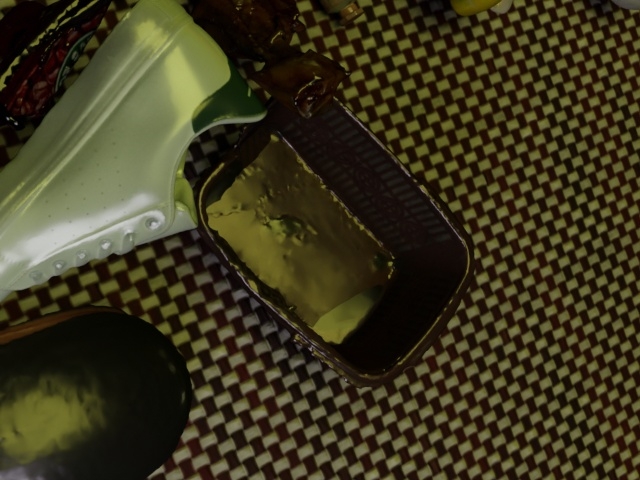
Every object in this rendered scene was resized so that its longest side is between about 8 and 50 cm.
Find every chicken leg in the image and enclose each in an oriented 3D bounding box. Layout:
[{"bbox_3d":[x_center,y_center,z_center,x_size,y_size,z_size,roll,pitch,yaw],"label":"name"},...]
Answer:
[{"bbox_3d":[-0.057,-0.192,0.883,0.113,0.304,0.093,-3,124,-18],"label":"chicken leg"}]

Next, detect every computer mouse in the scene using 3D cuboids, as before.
[{"bbox_3d":[-0.267,0.163,0.826,0.323,0.116,0.183,-15,89,-26],"label":"computer mouse"}]

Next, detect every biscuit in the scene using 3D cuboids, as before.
[{"bbox_3d":[-0.249,-0.158,0.798,0.063,0.235,0.151,34,75,-27],"label":"biscuit"}]

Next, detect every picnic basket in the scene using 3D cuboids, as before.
[{"bbox_3d":[0.000,0.000,0.959,0.297,0.129,0.222,45,70,-15],"label":"picnic basket"}]

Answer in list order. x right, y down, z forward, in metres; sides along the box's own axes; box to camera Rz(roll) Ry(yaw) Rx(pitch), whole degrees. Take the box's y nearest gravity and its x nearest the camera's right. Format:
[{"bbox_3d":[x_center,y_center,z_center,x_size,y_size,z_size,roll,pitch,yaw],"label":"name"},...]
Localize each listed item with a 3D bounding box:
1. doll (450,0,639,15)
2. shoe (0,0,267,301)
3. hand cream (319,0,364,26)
[{"bbox_3d":[0.249,-0.436,1.084,0.365,0.187,0.376,-24,78,-33],"label":"doll"},{"bbox_3d":[-0.198,-0.033,0.816,0.160,0.132,0.363,39,96,-9],"label":"shoe"},{"bbox_3d":[-0.018,-0.338,1.031,0.067,0.043,0.210,-33,95,-26],"label":"hand cream"}]
